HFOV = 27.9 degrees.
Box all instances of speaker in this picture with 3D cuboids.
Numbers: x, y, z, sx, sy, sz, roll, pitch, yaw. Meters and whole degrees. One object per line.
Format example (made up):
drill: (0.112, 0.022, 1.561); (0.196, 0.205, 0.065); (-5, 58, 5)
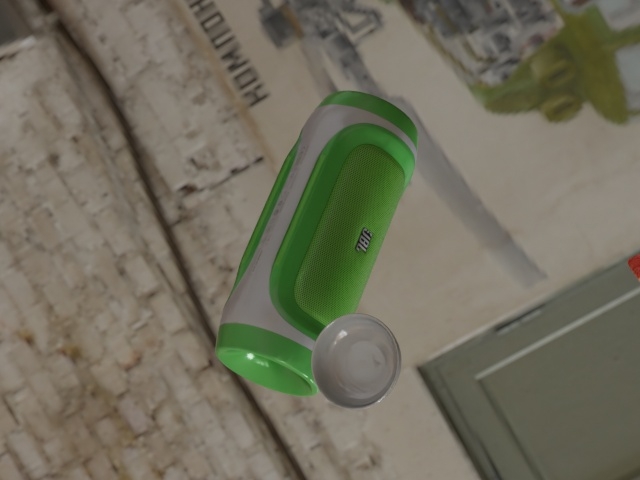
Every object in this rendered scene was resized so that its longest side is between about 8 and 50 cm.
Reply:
speaker: (0.000, 0.000, 1.291); (0.131, 0.131, 0.297); (47, -122, -46)

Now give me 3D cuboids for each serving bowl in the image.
serving bowl: (0.035, 0.106, 1.120); (0.027, 0.083, 0.083); (20, -139, -64)

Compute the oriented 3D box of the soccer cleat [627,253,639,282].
soccer cleat: (0.158, 0.042, 0.347); (0.076, 0.068, 0.196); (34, -170, -28)
